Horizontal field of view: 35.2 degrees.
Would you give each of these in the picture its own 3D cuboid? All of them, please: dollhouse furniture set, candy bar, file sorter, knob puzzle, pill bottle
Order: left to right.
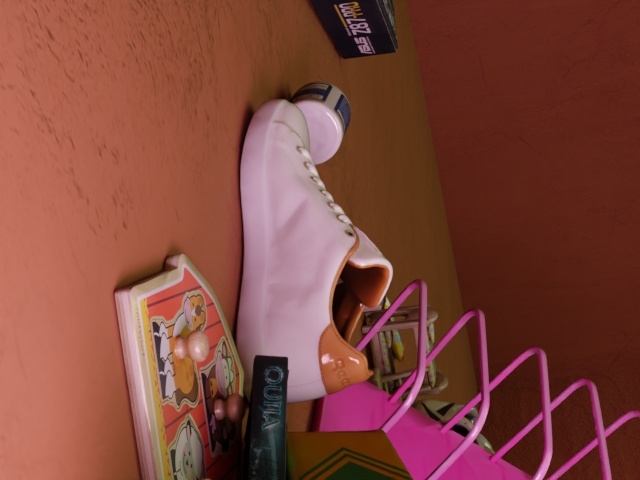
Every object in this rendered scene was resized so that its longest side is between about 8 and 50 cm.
[{"bbox_3d":[-0.071,0.103,0.652,0.213,0.030,0.213,-8,90,-79],"label":"knob puzzle"},{"bbox_3d":[-0.004,-0.126,1.042,0.120,0.067,0.067,-70,150,-67],"label":"pill bottle"},{"bbox_3d":[0.113,0.138,1.595,0.161,0.018,0.040,68,18,-49],"label":"candy bar"},{"bbox_3d":[0.105,0.138,1.331,0.161,0.101,0.181,-69,149,-68],"label":"dollhouse furniture set"},{"bbox_3d":[0.159,0.201,0.969,0.182,0.291,0.202,-52,-167,29],"label":"file sorter"}]

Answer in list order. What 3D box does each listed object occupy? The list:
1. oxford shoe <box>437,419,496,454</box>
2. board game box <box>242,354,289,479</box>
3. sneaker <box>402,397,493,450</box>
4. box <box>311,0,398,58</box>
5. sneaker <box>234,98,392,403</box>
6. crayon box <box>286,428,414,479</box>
[{"bbox_3d":[0.161,0.362,1.080,0.130,0.169,0.449,54,15,-29],"label":"oxford shoe"},{"bbox_3d":[-0.039,0.186,0.657,0.126,0.026,0.186,101,-8,-55],"label":"board game box"},{"bbox_3d":[0.182,0.331,1.499,0.330,0.146,0.122,-71,153,-64],"label":"sneaker"},{"bbox_3d":[0.022,-0.451,1.317,0.395,0.097,0.318,33,53,-76],"label":"box"},{"bbox_3d":[0.000,0.000,0.846,0.106,0.123,0.290,62,22,-56],"label":"sneaker"},{"bbox_3d":[0.019,0.243,0.651,0.318,0.081,0.202,-143,-128,-83],"label":"crayon box"}]
